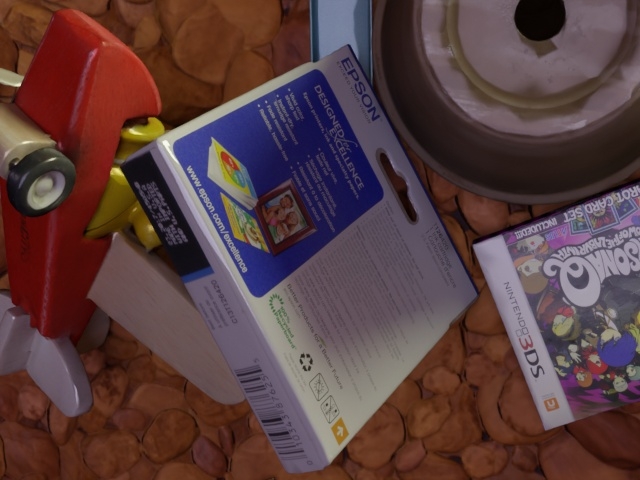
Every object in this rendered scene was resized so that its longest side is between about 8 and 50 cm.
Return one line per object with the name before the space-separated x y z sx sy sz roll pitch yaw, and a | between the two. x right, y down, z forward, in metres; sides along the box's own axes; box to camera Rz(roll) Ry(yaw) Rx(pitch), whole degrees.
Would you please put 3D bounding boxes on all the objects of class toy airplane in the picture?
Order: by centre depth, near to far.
toy airplane | -0.225 -0.016 0.959 0.384 0.272 0.386 -10 107 51

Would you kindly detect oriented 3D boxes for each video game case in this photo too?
video game case | 0.297 0.057 0.943 0.232 0.042 0.210 -21 94 14

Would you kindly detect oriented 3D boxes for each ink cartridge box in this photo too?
ink cartridge box | 0.000 0.000 0.873 0.072 0.307 0.304 -22 100 38

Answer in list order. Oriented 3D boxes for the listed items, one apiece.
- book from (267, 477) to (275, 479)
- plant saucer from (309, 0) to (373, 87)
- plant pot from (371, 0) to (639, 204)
book | -0.063 0.354 1.064 0.096 0.035 0.144 -26 92 11
plant saucer | 0.023 -0.182 0.984 0.067 0.018 0.192 0 98 12
plant pot | 0.187 -0.183 0.816 0.323 0.280 0.323 1 96 12
